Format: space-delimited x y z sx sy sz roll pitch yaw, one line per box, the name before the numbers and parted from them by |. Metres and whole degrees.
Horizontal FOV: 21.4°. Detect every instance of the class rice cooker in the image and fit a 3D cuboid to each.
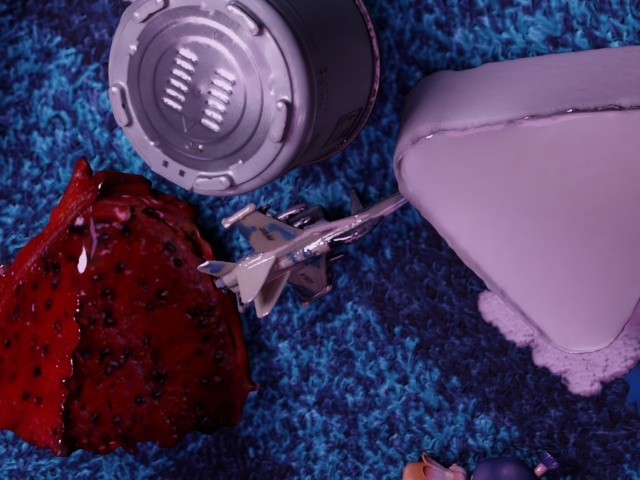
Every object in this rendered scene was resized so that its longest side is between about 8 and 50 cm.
rice cooker | -0.073 -0.174 1.714 0.241 0.227 0.280 25 117 18

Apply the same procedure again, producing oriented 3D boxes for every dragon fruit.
dragon fruit | -0.238 0.062 1.968 0.286 0.228 0.329 -3 103 -38

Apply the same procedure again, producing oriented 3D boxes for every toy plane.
toy plane | -0.003 -0.008 1.890 0.262 0.088 0.192 -34 137 6

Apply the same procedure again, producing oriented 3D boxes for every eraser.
eraser | 0.226 -0.075 1.774 0.331 0.150 0.331 3 123 5

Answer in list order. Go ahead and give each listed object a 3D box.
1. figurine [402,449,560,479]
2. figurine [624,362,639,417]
figurine | 0.189 0.310 2.036 0.195 0.111 0.102 3 142 7
figurine | 0.490 0.181 1.864 0.416 0.243 0.298 57 157 -20
